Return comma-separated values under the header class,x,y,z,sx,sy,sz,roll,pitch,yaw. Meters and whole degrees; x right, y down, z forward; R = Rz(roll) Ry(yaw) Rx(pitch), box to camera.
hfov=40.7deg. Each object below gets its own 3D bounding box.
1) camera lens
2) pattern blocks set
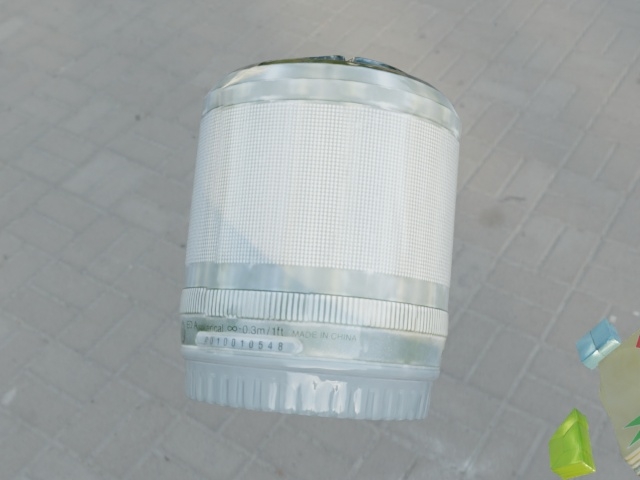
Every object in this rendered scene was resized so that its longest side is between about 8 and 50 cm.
class,x,y,z,sx,sy,sz,roll,pitch,yaw
camera lens,0.000,0.000,0.717,0.219,0.219,0.274,4,82,7
pattern blocks set,0.323,0.126,0.795,0.026,0.285,0.325,40,31,-8
